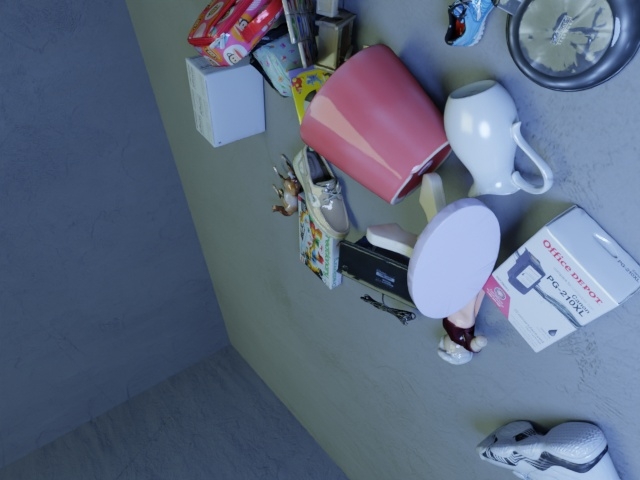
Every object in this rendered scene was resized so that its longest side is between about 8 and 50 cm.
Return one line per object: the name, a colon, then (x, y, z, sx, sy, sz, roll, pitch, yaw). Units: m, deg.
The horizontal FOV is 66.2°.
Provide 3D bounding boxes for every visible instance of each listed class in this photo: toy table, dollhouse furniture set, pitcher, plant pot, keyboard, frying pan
toy table: (0.238, 0.006, 0.991, 0.160, 0.253, 0.274, -115, 33, -50)
dollhouse furniture set: (0.082, -0.473, 1.110, 0.161, 0.101, 0.181, 23, 138, 18)
pitcher: (0.319, -0.176, 0.880, 0.178, 0.126, 0.207, 12, 133, 51)
plant pot: (0.136, -0.226, 1.032, 0.243, 0.275, 0.275, 46, 150, 12)
keyboard: (0.184, 0.127, 1.383, 0.317, 0.033, 0.201, 24, 129, 27)
frying pan: (0.323, -0.361, 0.720, 0.326, 0.053, 0.197, 50, 144, 0)

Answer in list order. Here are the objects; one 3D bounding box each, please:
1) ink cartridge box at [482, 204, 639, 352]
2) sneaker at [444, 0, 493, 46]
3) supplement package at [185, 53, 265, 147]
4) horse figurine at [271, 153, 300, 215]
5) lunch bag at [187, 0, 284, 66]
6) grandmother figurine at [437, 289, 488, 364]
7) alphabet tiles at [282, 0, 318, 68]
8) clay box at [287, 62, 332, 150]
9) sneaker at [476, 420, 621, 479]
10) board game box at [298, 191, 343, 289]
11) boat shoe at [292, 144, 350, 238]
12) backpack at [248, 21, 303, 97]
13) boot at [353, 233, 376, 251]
ink cartridge box: (0.434, 0.077, 0.907, 0.171, 0.100, 0.237, 54, 152, 20)
sneaker: (0.257, -0.401, 0.835, 0.063, 0.073, 0.162, 47, 148, 30)
supplement package: (-0.311, -0.482, 1.650, 0.145, 0.204, 0.261, 46, 148, 34)
horse figurine: (-0.115, -0.173, 1.729, 0.174, 0.066, 0.263, 54, 150, 31)
lunch bag: (-0.190, -0.579, 1.255, 0.120, 0.293, 0.258, 41, 172, -38)
grandmother figurine: (0.342, 0.184, 1.188, 0.207, 0.104, 0.342, -104, 6, -50)
alphabet tiles: (-0.055, -0.571, 1.103, 0.285, 0.011, 0.342, -67, -33, -62)
clay box: (0.004, -0.347, 1.284, 0.053, 0.128, 0.221, -78, -25, -66)
sneaker: (0.519, 0.536, 1.116, 0.210, 0.138, 0.366, 63, 151, 9)
board game box: (0.000, 0.000, 1.682, 0.193, 0.053, 0.305, 42, 146, 37)
boat shoe: (0.011, -0.148, 1.477, 0.302, 0.109, 0.098, 67, 155, 7)
backpack: (-0.095, -0.482, 1.333, 0.181, 0.152, 0.115, 59, 161, -15)
boot: (0.107, 0.054, 1.499, 0.069, 0.086, 0.189, 50, 150, 26)
